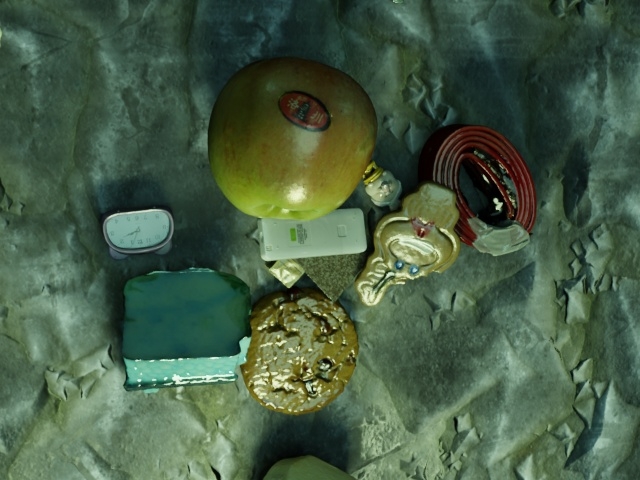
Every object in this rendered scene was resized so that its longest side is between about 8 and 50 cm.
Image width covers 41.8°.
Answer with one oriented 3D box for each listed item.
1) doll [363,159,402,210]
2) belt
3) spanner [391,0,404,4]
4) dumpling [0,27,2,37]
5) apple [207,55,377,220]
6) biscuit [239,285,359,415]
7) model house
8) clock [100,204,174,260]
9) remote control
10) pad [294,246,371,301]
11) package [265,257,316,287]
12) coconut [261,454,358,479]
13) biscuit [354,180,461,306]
[{"bbox_3d":[0.141,-0.116,1.844,0.073,0.084,0.127,-42,99,-4],"label":"doll"},{"bbox_3d":[0.354,-0.108,1.888,0.227,0.115,0.324,-32,104,-5],"label":"belt"},{"bbox_3d":[0.086,-0.596,1.792,0.254,0.015,0.054,34,91,-17],"label":"spanner"},{"bbox_3d":[-0.712,-0.351,1.582,0.179,0.131,0.252,39,109,2],"label":"dumpling"},{"bbox_3d":[-0.060,-0.190,1.651,0.338,0.338,0.305,19,84,-16],"label":"apple"},{"bbox_3d":[-0.047,0.248,1.857,0.296,0.075,0.296,-2,99,-15],"label":"biscuit"},{"bbox_3d":[-0.280,0.219,1.756,0.261,0.226,0.241,-1,136,-11],"label":"model house"},{"bbox_3d":[-0.377,-0.014,1.742,0.152,0.050,0.110,-7,100,-13],"label":"clock"},{"bbox_3d":[-0.015,-0.015,1.807,0.250,0.034,0.103,-5,87,-29],"label":"remote control"},{"bbox_3d":[0.000,0.000,1.838,0.235,0.003,0.158,47,64,-16],"label":"pad"},{"bbox_3d":[-0.054,0.034,1.835,0.131,0.047,0.071,-46,109,-4],"label":"package"},{"bbox_3d":[-0.019,0.607,1.816,0.247,0.245,0.245,23,93,21],"label":"coconut"},{"bbox_3d":[0.191,0.018,1.829,0.183,0.047,0.320,44,107,-9],"label":"biscuit"}]
